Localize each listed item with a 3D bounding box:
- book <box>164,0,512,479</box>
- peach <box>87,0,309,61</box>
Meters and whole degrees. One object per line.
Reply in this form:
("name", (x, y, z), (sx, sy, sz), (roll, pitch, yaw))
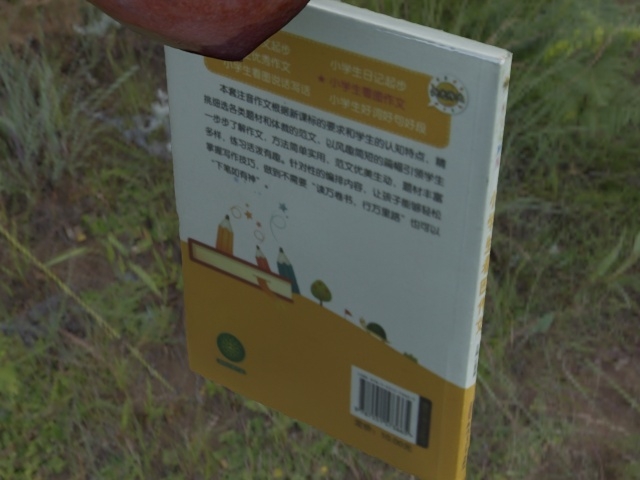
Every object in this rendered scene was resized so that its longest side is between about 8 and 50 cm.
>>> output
("book", (0.000, 0.000, 0.666), (0.207, 0.295, 0.020), (22, 41, 26))
("peach", (-0.065, -0.148, 0.517), (0.152, 0.152, 0.152), (-4, 49, 5))
